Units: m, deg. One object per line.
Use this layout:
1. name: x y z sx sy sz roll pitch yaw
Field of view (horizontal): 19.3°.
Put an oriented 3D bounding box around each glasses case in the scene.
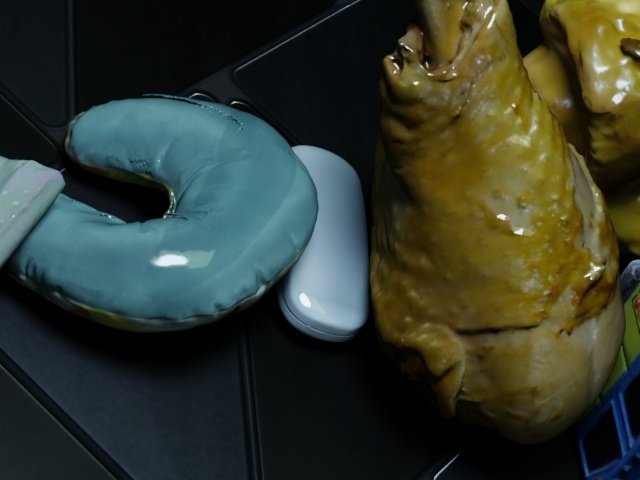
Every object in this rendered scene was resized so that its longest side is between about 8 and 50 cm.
1. glasses case: 0.000 0.000 1.423 0.067 0.045 0.178 16 46 -21

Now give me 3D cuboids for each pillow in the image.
1. pillow: -0.115 -0.026 1.347 0.214 0.086 0.233 23 46 14

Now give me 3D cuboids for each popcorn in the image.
1. popcorn: 0.273 -0.096 1.486 0.316 0.297 0.281 21 35 -55

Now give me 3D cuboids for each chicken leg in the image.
1. chicken leg: 0.094 -0.067 1.355 0.182 0.409 0.295 -17 28 1

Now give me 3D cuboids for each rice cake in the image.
1. rice cake: -0.255 0.023 1.234 0.080 0.042 0.221 17 49 20

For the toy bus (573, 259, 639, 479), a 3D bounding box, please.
1. toy bus: 0.339 0.134 1.423 0.288 0.138 0.175 12 46 -19
